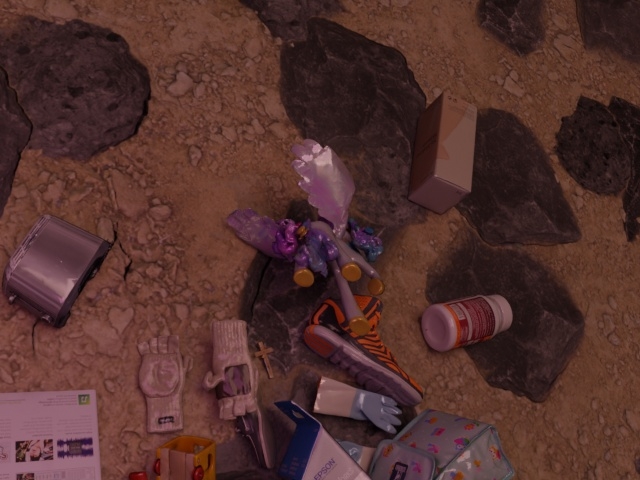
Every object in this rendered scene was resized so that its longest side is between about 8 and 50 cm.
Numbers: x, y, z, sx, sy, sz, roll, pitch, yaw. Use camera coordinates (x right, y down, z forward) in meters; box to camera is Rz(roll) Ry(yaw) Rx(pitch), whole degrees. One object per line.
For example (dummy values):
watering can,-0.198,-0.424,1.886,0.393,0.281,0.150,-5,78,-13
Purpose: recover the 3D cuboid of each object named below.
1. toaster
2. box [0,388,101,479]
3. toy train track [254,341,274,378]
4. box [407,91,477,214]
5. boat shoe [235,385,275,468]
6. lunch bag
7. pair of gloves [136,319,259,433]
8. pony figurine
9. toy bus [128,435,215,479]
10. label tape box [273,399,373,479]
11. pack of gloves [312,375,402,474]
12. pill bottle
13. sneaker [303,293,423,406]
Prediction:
toaster,-0.521,0.048,1.495,0.146,0.129,0.227,30,55,-10
box,-0.505,0.422,1.326,0.232,0.058,0.322,4,54,-27
toy train track,-0.123,0.266,1.679,0.048,0.014,0.083,-11,77,-41
box,0.346,-0.246,2.133,0.121,0.148,0.311,23,55,-17
boat shoe,-0.146,0.380,1.590,0.065,0.075,0.206,-18,77,9
lunch bag,0.234,0.492,1.609,0.262,0.223,0.160,-30,104,-26
pair of gloves,-0.248,0.277,1.549,0.240,0.042,0.204,-11,72,-11
pony figurine,0.000,0.000,1.719,0.351,0.303,0.363,42,17,-26
toy bus,-0.248,0.473,1.437,0.191,0.202,0.104,50,22,11
label tape box,0.012,0.475,1.488,0.348,0.249,0.115,46,72,1
pack of gloves,0.071,0.430,1.695,0.232,0.046,0.195,21,72,-21
pill bottle,0.375,0.204,1.926,0.221,0.121,0.121,-8,70,-32
sneaker,0.129,0.238,1.766,0.321,0.124,0.180,38,54,-7
